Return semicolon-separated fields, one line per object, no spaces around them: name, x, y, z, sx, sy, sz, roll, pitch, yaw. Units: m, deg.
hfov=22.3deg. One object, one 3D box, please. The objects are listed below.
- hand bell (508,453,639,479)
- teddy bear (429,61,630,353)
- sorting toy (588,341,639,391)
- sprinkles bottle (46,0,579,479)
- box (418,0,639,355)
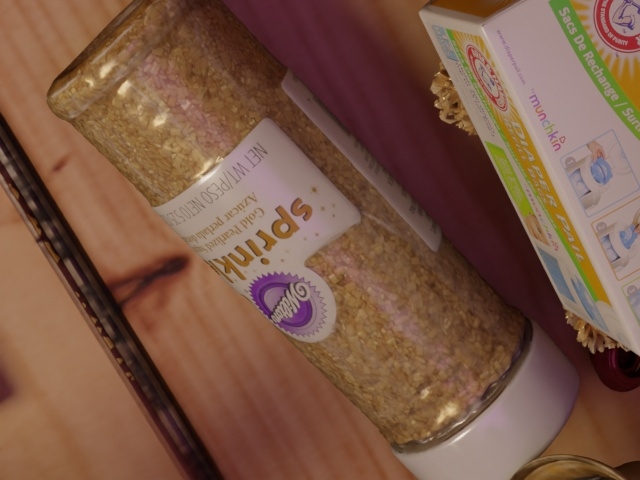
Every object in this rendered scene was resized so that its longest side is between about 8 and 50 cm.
hand bell;0.230;0.157;1.013;0.242;0.126;0.126;-18;107;-45
teddy bear;0.190;-0.100;0.990;0.245;0.113;0.338;-33;107;-7
sorting toy;0.193;0.047;1.059;0.061;0.042;0.102;13;87;-27
sprinkles bottle;0.000;0.000;0.974;0.121;0.121;0.355;-44;104;1
box;0.153;-0.058;0.874;0.103;0.114;0.203;-30;106;-6
